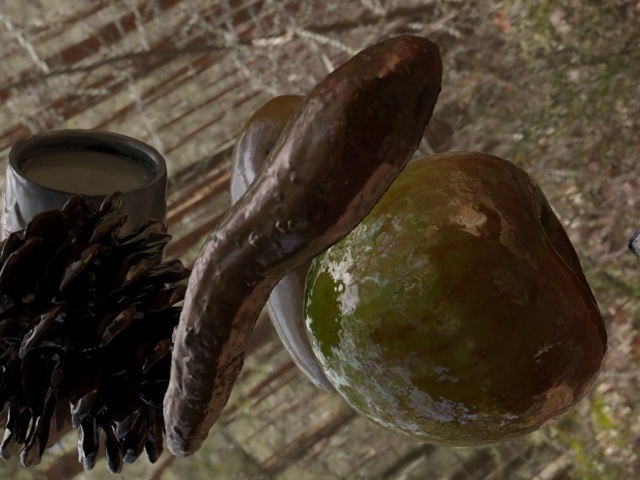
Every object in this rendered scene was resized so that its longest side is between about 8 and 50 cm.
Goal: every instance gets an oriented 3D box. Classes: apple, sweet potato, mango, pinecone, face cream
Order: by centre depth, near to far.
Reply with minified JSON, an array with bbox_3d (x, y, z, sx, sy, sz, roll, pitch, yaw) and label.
[{"bbox_3d":[-0.020,0.008,0.466,0.050,0.050,0.214,45,111,28],"label":"sweet potato"},{"bbox_3d":[0.084,0.041,0.756,0.196,0.196,0.196,45,155,28],"label":"apple"},{"bbox_3d":[-0.162,0.072,0.801,0.208,0.208,0.207,45,155,28],"label":"pinecone"},{"bbox_3d":[-0.253,-0.001,1.239,0.175,0.175,0.194,36,127,42],"label":"face cream"},{"bbox_3d":[0.000,0.000,1.436,0.221,0.199,0.383,-39,60,60],"label":"mango"}]

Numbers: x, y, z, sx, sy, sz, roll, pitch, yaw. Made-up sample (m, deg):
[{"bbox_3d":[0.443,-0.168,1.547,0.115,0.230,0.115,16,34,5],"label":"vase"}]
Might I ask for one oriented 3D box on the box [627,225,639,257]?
[{"bbox_3d":[0.406,-0.010,0.950,0.203,0.106,0.251,53,141,24],"label":"box"}]
